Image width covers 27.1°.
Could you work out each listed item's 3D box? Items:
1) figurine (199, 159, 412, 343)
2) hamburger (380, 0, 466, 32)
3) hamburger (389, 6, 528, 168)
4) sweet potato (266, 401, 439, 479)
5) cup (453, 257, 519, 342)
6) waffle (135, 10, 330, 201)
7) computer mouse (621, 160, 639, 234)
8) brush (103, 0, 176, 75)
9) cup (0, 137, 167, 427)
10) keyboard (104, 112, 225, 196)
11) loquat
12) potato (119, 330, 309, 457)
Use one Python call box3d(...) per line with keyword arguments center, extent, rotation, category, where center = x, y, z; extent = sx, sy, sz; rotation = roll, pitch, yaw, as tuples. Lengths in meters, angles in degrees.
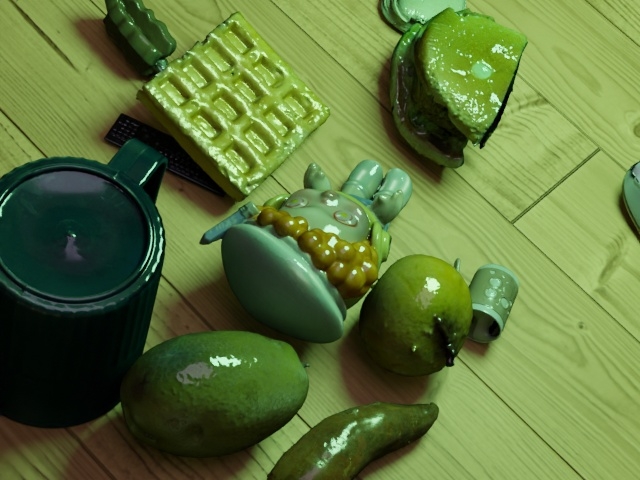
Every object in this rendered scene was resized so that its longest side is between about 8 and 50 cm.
box3d(center=(0.028, 0.011, 1.867), extent=(0.224, 0.205, 0.381), rotation=(31, 37, 28), category="figurine")
box3d(center=(0.177, -0.398, 2.240), extent=(0.140, 0.062, 0.133), rotation=(36, 57, 5), category="hamburger")
box3d(center=(0.202, -0.259, 2.091), extent=(0.192, 0.168, 0.288), rotation=(26, 55, -1), category="hamburger")
box3d(center=(0.040, 0.271, 1.748), extent=(0.291, 0.097, 0.097), rotation=(-30, 71, -30), category="sweet potato")
box3d(center=(0.232, 0.085, 1.941), extent=(0.102, 0.074, 0.099), rotation=(19, 50, 14), category="cup")
box3d(center=(-0.126, -0.202, 1.987), extent=(0.221, 0.055, 0.248), rotation=(47, 50, -4), category="waffle")
box3d(center=(0.603, -0.006, 2.106), extent=(0.158, 0.072, 0.310), rotation=(-22, 66, -26), category="computer mouse")
box3d(center=(-0.232, -0.254, 2.024), extent=(0.071, 0.084, 0.301), rotation=(-31, 77, -26), category="brush")
box3d(center=(-0.298, 0.052, 1.667), extent=(0.307, 0.292, 0.242), rotation=(-24, 67, -27), category="cup")
box3d(center=(-0.221, -0.128, 1.978), extent=(0.198, 0.010, 0.064), rotation=(26, 53, 1), category="keyboard")
box3d(center=(0.129, 0.101, 1.849), extent=(0.149, 0.172, 0.204), rotation=(16, 15, -22), category="loquat")
box3d(center=(-0.128, 0.193, 1.696), extent=(0.251, 0.174, 0.159), rotation=(-11, 78, -24), category="potato")
